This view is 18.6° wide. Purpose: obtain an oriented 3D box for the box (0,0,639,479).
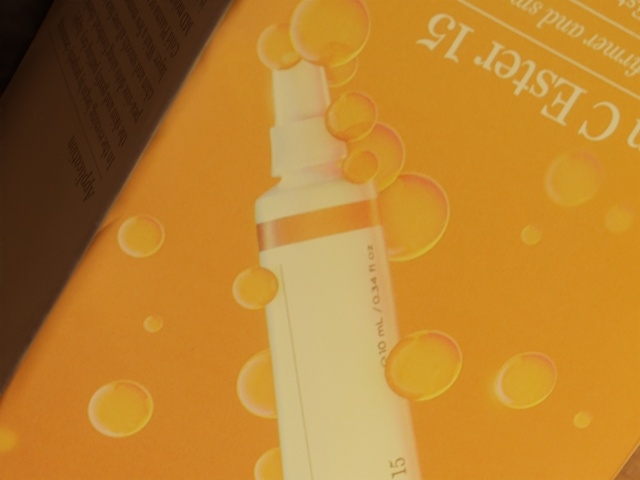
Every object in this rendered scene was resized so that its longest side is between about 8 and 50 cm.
[{"bbox_3d":[0.000,0.000,0.691,0.215,0.168,0.345,24,108,-25],"label":"box"}]
